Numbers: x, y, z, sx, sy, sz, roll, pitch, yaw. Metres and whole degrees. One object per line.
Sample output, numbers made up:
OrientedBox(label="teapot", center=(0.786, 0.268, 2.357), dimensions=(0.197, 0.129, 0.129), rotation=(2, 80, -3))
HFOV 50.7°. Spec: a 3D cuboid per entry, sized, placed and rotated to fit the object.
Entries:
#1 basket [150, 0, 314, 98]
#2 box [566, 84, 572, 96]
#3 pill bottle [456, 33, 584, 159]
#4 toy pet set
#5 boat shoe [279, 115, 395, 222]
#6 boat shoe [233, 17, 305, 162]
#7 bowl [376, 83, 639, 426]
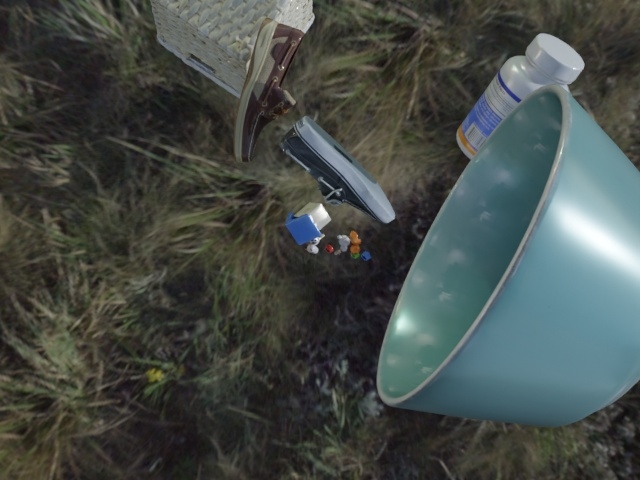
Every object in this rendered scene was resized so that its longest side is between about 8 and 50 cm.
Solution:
OrientedBox(label="basket", center=(-0.230, -0.609, 1.778), dimensions=(0.328, 0.266, 0.331), rotation=(35, 81, 3))
OrientedBox(label="box", center=(0.579, -0.375, 1.652), dimensions=(0.043, 0.105, 0.179), rotation=(-21, 76, 18))
OrientedBox(label="pill bottle", center=(0.414, -0.284, 1.404), dimensions=(0.152, 0.152, 0.272), rotation=(30, 131, -3))
OrientedBox(label="toy pet set", center=(0.000, 0.000, 1.089), dimensions=(0.065, 0.122, 0.114), rotation=(-42, 114, -22))
OrientedBox(label="boat shoe", center=(0.036, -0.135, 1.510), dimensions=(0.306, 0.113, 0.105), rotation=(42, 112, -19))
OrientedBox(label="boat shoe", center=(-0.119, -0.339, 1.596), dimensions=(0.123, 0.123, 0.342), rotation=(16, 99, -2))
OrientedBox(label="bowl", center=(0.192, 0.037, 0.603), dimensions=(0.163, 0.311, 0.312), rotation=(27, 94, -4))
